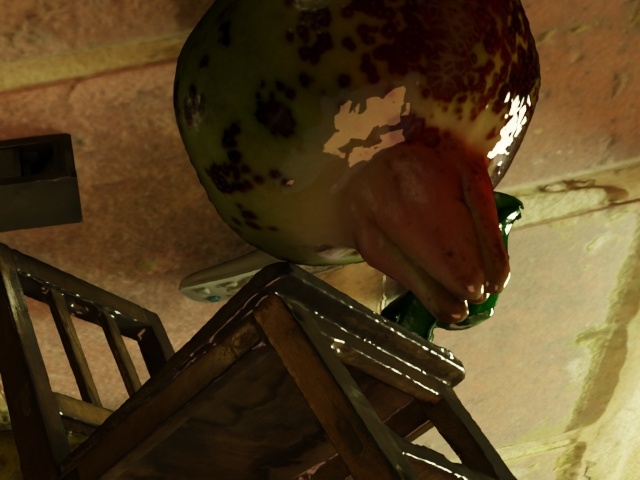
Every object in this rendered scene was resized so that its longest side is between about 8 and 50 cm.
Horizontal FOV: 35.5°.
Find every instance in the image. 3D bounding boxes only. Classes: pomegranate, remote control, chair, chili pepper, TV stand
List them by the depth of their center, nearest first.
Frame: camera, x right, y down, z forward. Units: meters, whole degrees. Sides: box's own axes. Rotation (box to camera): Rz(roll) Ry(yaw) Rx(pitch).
[{"bbox_3d":[0.033,-0.059,0.549,0.214,0.247,0.214,-15,140,-13],"label":"pomegranate"},{"bbox_3d":[-0.039,0.112,0.619,0.241,0.416,0.203,-40,140,17],"label":"chair"},{"bbox_3d":[-0.285,-0.023,0.635,0.257,0.040,0.049,-9,143,-12],"label":"TV stand"},{"bbox_3d":[0.000,0.000,0.779,0.229,0.044,0.073,-18,167,4],"label":"remote control"},{"bbox_3d":[0.117,0.029,0.829,0.108,0.062,0.216,-26,160,-29],"label":"chili pepper"}]

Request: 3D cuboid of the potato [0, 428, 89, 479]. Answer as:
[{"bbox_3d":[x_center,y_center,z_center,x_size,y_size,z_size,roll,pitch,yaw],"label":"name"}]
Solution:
[{"bbox_3d":[-0.245,0.232,0.917,0.251,0.113,0.149,1,143,-26],"label":"potato"}]
